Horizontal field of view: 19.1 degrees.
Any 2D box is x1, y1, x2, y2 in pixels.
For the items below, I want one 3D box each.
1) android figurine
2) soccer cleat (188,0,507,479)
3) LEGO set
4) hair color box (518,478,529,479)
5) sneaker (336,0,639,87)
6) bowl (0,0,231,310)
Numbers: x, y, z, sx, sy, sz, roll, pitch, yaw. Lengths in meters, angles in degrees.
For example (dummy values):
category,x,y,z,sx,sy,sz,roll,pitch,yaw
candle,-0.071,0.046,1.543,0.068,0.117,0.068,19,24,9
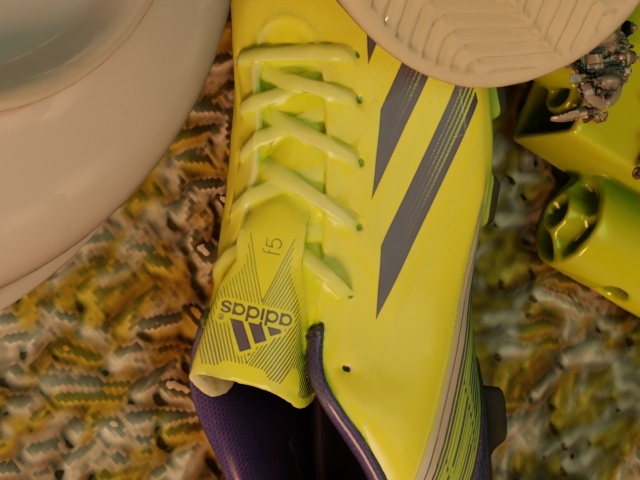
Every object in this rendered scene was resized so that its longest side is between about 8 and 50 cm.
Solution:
category,x,y,z,sx,sy,sz,roll,pitch,yaw
android figurine,0.179,-0.081,0.811,0.273,0.056,0.248,27,75,-30
soccer cleat,0.001,0.001,0.661,0.121,0.093,0.289,-15,102,-45
LEGO set,0.115,-0.062,0.726,0.083,0.023,0.054,30,74,-27
hair color box,0.067,0.158,0.730,0.141,0.072,0.043,-45,115,-27
sneaker,0.004,-0.202,0.555,0.131,0.148,0.350,-27,130,3
bowl,-0.131,-0.106,0.549,0.298,0.134,0.298,0,91,-35
